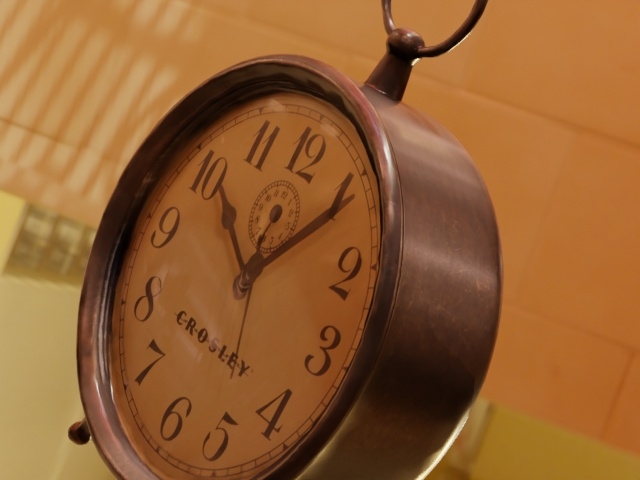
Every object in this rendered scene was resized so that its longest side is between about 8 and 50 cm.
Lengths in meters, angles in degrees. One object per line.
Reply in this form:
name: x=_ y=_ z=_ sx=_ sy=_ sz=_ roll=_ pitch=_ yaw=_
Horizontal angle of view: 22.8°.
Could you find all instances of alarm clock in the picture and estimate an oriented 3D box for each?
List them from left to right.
alarm clock: x=0.000 y=0.000 z=0.444 sx=0.064 sy=0.129 sz=0.192 roll=16 pitch=-76 yaw=-41
